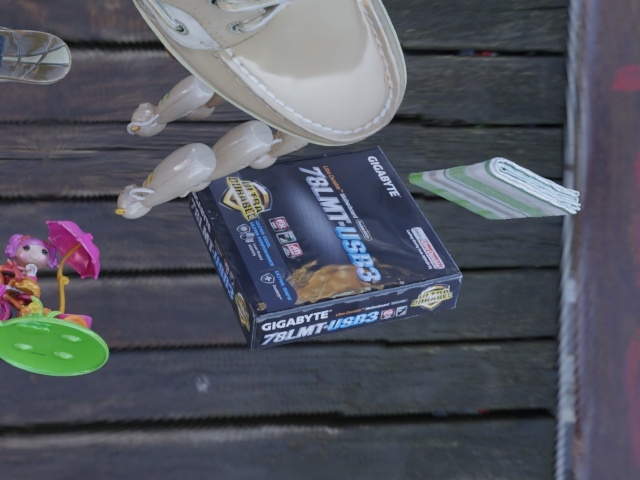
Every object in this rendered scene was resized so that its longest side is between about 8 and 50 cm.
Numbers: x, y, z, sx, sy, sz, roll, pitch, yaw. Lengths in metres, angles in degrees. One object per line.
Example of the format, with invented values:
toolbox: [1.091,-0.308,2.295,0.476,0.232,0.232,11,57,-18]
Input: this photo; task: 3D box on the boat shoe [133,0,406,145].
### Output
boat shoe: [-0.048,-0.146,0.662,0.109,0.098,0.302,-41,123,0]

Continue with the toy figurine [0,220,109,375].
toy figurine: [-0.313,0.048,1.503,0.173,0.130,0.159,13,56,-15]

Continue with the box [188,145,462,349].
box: [0.000,0.000,1.829,0.293,0.295,0.073,-11,135,-18]

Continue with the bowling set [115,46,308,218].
bowling set: [-0.149,-0.158,1.641,0.287,0.154,0.200,-19,83,-51]

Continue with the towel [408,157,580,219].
towel: [0.170,-0.052,1.326,0.113,0.152,0.023,25,78,-26]

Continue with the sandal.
sandal: [-0.354,-0.203,1.423,0.180,0.049,0.072,11,87,-10]
